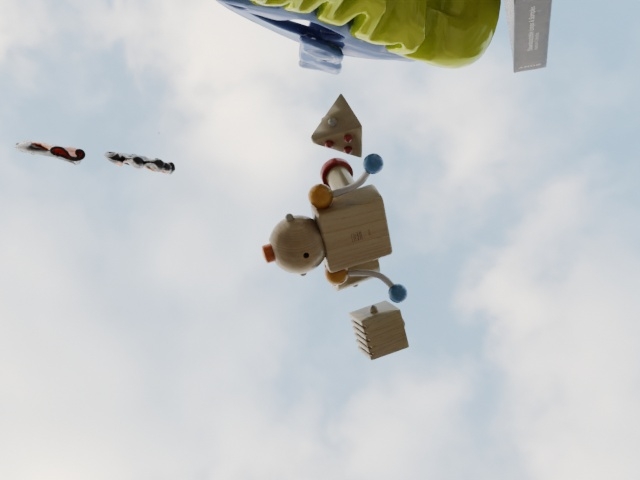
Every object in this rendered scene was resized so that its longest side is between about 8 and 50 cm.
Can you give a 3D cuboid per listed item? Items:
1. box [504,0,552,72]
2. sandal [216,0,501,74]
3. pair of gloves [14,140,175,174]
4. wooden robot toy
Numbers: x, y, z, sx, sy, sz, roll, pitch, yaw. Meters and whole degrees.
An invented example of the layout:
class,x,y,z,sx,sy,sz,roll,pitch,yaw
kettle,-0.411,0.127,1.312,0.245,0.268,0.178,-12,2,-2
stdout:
class,x,y,z,sx,sy,sz,roll,pitch,yaw
box,0.138,-0.198,0.754,0.029,0.162,0.116,-7,-103,6
sandal,-0.039,-0.178,0.684,0.317,0.138,0.126,23,-107,-36
pair of gloves,-0.126,-0.046,0.618,0.083,0.074,0.010,7,-86,-30
wooden robot toy,0.000,0.000,0.685,0.079,0.076,0.173,-20,-59,-12
